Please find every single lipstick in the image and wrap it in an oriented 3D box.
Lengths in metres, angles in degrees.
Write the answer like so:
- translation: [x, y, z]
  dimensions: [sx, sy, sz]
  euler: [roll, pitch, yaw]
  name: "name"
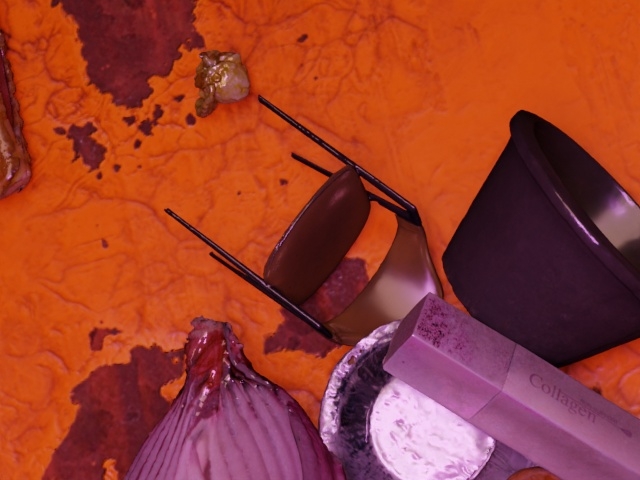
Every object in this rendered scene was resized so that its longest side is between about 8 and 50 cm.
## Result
- translation: [0.212, 0.165, 1.525]
  dimensions: [0.317, 0.068, 0.066]
  euler: [31, 47, -6]
  name: "lipstick"

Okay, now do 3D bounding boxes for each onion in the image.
- translation: [-0.072, 0.255, 1.592]
  dimensions: [0.267, 0.159, 0.349]
  euler: [-11, 59, 29]
  name: "onion"

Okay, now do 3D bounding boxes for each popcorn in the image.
- translation: [-0.114, -0.173, 1.802]
  dimensions: [0.068, 0.059, 0.083]
  euler: [34, 90, 21]
  name: "popcorn"

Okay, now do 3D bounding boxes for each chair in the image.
- translation: [0.000, 0.000, 1.670]
  dimensions: [0.247, 0.172, 0.159]
  euler: [34, 81, 28]
  name: "chair"

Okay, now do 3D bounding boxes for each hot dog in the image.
- translation: [-0.388, -0.181, 1.865]
  dimensions: [0.083, 0.068, 0.289]
  euler: [-25, 70, 29]
  name: "hot dog"

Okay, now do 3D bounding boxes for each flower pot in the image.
- translation: [0.230, 0.022, 1.580]
  dimensions: [0.166, 0.269, 0.269]
  euler: [-44, 66, 21]
  name: "flower pot"

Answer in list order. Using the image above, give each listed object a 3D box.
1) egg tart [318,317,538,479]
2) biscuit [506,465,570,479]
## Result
- translation: [0.110, 0.186, 1.595]
  dimensions: [0.234, 0.094, 0.234]
  euler: [-1, 80, 7]
  name: "egg tart"
- translation: [0.215, 0.389, 1.511]
  dimensions: [0.205, 0.049, 0.324]
  euler: [-28, 78, -15]
  name: "biscuit"
